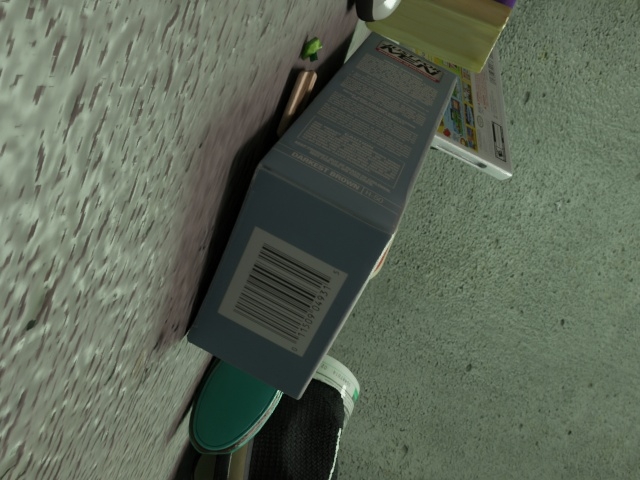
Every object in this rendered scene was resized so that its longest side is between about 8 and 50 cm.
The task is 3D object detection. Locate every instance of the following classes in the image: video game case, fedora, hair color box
[{"bbox_3d":[0.186,-0.216,1.061,0.026,0.206,0.227,-23,-121,43],"label":"video game case"},{"bbox_3d":[-0.048,0.286,1.068,0.334,0.152,0.334,6,90,-87],"label":"fedora"},{"bbox_3d":[0.020,-0.049,0.731,0.185,0.114,0.374,-63,178,33],"label":"hair color box"}]

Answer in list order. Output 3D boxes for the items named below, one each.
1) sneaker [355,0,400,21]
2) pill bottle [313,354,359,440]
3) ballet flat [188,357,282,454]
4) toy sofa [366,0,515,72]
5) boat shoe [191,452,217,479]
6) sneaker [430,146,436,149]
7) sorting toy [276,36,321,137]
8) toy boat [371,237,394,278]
[{"bbox_3d":[0.136,-0.302,0.675,0.090,0.145,0.270,-58,170,-65],"label":"sneaker"},{"bbox_3d":[-0.071,0.417,1.562,0.204,0.204,0.361,107,7,-56],"label":"pill bottle"},{"bbox_3d":[-0.071,0.130,0.861,0.087,0.083,0.247,118,-2,-67],"label":"ballet flat"},{"bbox_3d":[0.192,-0.392,0.866,0.177,0.150,0.362,105,9,-70],"label":"toy sofa"},{"bbox_3d":[-0.160,0.332,1.088,0.043,0.049,0.137,-123,-149,-50],"label":"boat shoe"},{"bbox_3d":[0.132,-0.180,1.158,0.281,0.162,0.106,-45,158,-78],"label":"sneaker"},{"bbox_3d":[-0.016,-0.125,0.627,0.062,0.012,0.083,-57,170,-76],"label":"sorting toy"},{"bbox_3d":[0.084,-0.013,1.855,0.151,0.151,0.231,52,56,-50],"label":"toy boat"}]
